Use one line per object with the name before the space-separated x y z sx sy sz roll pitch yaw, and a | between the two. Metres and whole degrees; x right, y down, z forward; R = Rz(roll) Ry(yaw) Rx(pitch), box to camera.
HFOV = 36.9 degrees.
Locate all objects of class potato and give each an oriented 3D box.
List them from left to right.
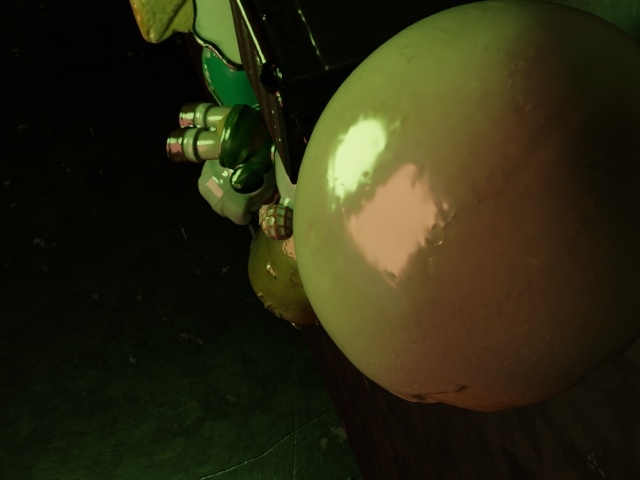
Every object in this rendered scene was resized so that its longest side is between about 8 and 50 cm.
potato | -0.005 0.016 1.663 0.359 0.219 0.270 139 152 -77

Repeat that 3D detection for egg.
egg | 0.125 -0.027 0.697 0.345 0.283 0.283 122 130 -63

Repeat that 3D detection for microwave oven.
microwave oven | 0.048 -0.188 0.942 0.178 0.247 0.188 82 168 -64

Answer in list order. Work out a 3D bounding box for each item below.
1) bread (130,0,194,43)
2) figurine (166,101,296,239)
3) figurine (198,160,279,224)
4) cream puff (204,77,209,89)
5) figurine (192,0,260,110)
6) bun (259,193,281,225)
bread | -0.302 -0.658 1.999 0.371 0.279 0.390 -117 12 -51
figurine | -0.048 -0.136 1.457 0.167 0.369 0.281 77 -150 -56
figurine | -0.134 -0.112 1.721 0.133 0.176 0.236 41 -168 -1
cream puff | -0.143 -0.352 2.062 0.169 0.183 0.183 24 -136 -75
figurine | -0.095 -0.321 1.675 0.340 0.231 0.324 64 -157 -75
bun | -0.046 -0.075 1.998 0.287 0.146 0.288 1 -90 -85
